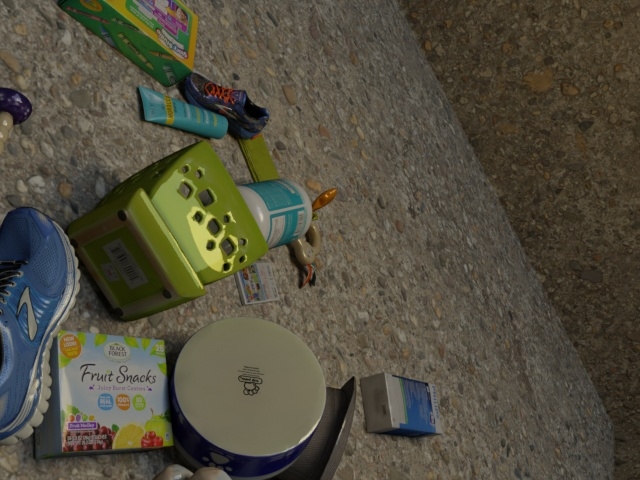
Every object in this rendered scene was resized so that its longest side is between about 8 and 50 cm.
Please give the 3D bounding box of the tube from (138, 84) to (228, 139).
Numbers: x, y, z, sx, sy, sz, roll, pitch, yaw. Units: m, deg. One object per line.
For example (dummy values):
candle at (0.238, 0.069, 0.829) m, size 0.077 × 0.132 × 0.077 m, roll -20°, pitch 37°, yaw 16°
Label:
tube at (-0.286, -0.259, 1.506) m, size 0.207 × 0.052 × 0.080 m, roll 11°, pitch 53°, yaw -48°

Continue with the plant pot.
plant pot at (-0.264, -0.003, 1.208) m, size 0.228 × 0.227 × 0.207 m, roll 61°, pitch 37°, yaw -13°

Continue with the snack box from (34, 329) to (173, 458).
snack box at (-0.327, 0.233, 1.099) m, size 0.207 × 0.070 × 0.174 m, roll 20°, pitch 55°, yaw -53°

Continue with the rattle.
rattle at (0.000, 0.000, 1.706) m, size 0.130 × 0.143 × 0.199 m, roll 55°, pitch 22°, yaw -57°

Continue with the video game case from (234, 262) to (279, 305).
video game case at (-0.137, 0.091, 1.549) m, size 0.122 × 0.011 × 0.087 m, roll -1°, pitch 73°, yaw -58°

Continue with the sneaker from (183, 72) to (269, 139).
sneaker at (-0.204, -0.310, 1.602) m, size 0.221 × 0.087 × 0.083 m, roll 27°, pitch 52°, yaw -34°

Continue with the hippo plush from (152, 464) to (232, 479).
hippo plush at (-0.129, 0.438, 1.107) m, size 0.236 × 0.294 × 0.234 m, roll -1°, pitch 93°, yaw -66°

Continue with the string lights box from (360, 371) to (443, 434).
string lights box at (0.209, 0.419, 1.824) m, size 0.260 × 0.077 × 0.133 m, roll 25°, pitch 52°, yaw -50°

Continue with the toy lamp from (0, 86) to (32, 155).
toy lamp at (-0.487, -0.103, 1.052) m, size 0.080 × 0.080 × 0.274 m, roll 36°, pitch 43°, yaw -42°

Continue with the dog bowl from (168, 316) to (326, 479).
dog bowl at (-0.127, 0.264, 1.230) m, size 0.265 × 0.104 × 0.265 m, roll 11°, pitch 48°, yaw -12°

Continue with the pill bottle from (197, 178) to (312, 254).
pill bottle at (-0.138, -0.047, 1.501) m, size 0.264 × 0.146 × 0.146 m, roll -17°, pitch 86°, yaw -60°

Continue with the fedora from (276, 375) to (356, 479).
fedora at (-0.034, 0.361, 1.387) m, size 0.124 × 0.243 × 0.275 m, roll 26°, pitch 35°, yaw -7°

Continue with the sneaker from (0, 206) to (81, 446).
sneaker at (-0.417, 0.092, 0.957) m, size 0.147 × 0.130 × 0.330 m, roll 61°, pitch 23°, yaw -58°

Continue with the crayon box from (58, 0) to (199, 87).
crayon box at (-0.372, -0.457, 1.453) m, size 0.278 × 0.081 × 0.165 m, roll 35°, pitch 44°, yaw -43°

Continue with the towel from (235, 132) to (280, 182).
towel at (-0.150, -0.216, 1.713) m, size 0.102 × 0.021 × 0.237 m, roll -22°, pitch 90°, yaw -59°
